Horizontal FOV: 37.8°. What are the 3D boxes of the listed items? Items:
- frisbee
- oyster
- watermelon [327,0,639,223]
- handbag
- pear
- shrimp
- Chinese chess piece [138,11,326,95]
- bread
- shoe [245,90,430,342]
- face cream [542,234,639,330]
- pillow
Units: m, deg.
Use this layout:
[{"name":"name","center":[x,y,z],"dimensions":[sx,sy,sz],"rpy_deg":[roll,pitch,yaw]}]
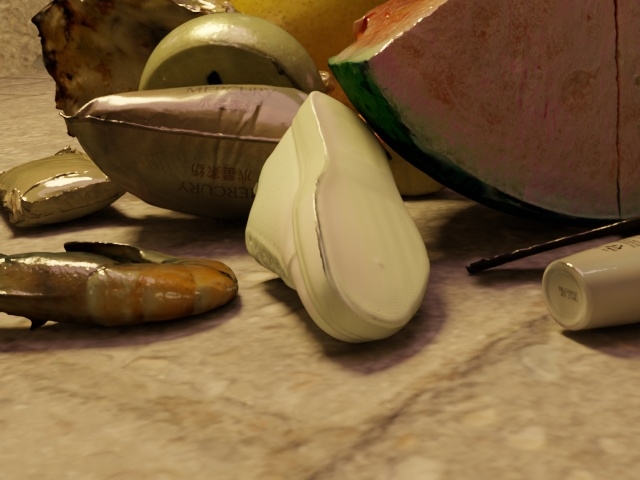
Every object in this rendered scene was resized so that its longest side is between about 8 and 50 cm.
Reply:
[{"name":"frisbee","center":[0.193,-0.003,0.655],"dimensions":[0.187,0.012,0.211],"rpy_deg":[-15,-4,6]},{"name":"oyster","center":[-0.157,-0.197,1.035],"dimensions":[0.361,0.221,0.096],"rpy_deg":[-6,30,28]},{"name":"watermelon","center":[0.171,-0.127,0.826],"dimensions":[0.319,0.292,0.222],"rpy_deg":[-49,22,-21]},{"name":"handbag","center":[-0.077,-0.075,0.835],"dimensions":[0.270,0.117,0.182],"rpy_deg":[6,-3,0]},{"name":"pear","center":[-0.012,-0.257,1.157],"dimensions":[0.284,0.285,0.336],"rpy_deg":[-17,-21,-41]},{"name":"shrimp","center":[-0.165,0.025,0.646],"dimensions":[0.217,0.051,0.150],"rpy_deg":[3,11,-4]},{"name":"Chinese chess piece","center":[-0.087,-0.131,0.929],"dimensions":[0.188,0.189,0.083],"rpy_deg":[-1,38,9]},{"name":"bread","center":[0.070,-0.097,0.993],"dimensions":[0.125,0.068,0.188],"rpy_deg":[-1,15,7]},{"name":"shoe","center":[0.000,0.000,0.646],"dimensions":[0.095,0.110,0.265],"rpy_deg":[31,28,-20]},{"name":"face cream","center":[0.223,0.017,0.565],"dimensions":[0.182,0.051,0.072],"rpy_deg":[-10,11,-20]},{"name":"pillow","center":[-0.270,-0.057,0.947],"dimensions":[0.119,0.053,0.208],"rpy_deg":[-14,18,-22]}]
